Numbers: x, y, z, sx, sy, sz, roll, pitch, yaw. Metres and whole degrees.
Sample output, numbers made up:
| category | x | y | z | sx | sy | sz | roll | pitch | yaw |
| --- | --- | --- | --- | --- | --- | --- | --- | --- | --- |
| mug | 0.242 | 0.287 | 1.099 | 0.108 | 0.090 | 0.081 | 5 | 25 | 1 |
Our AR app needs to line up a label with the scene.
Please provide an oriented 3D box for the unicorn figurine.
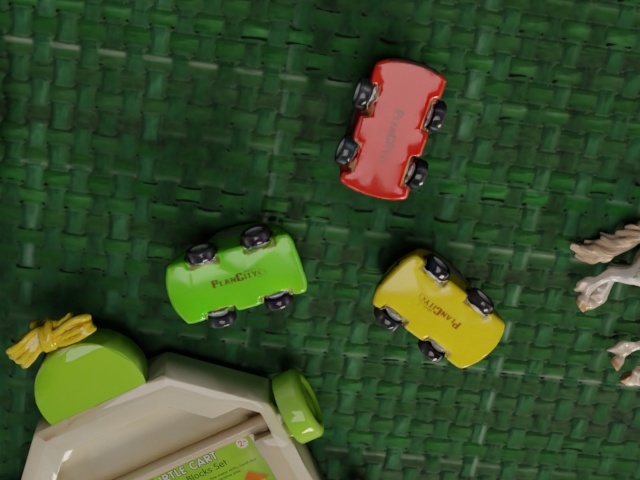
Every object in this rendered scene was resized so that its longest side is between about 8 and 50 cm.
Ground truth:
| category | x | y | z | sx | sy | sz | roll | pitch | yaw |
| --- | --- | --- | --- | --- | --- | --- | --- | --- | --- |
| unicorn figurine | 0.259 | 0.056 | 0.890 | 0.111 | 0.060 | 0.162 | -29 | 112 | 10 |

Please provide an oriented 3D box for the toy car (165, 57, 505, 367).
| category | x | y | z | sx | sy | sz | roll | pitch | yaw |
| --- | --- | --- | --- | --- | --- | --- | --- | --- | --- |
| toy car | 0.000 | 0.000 | 0.857 | 0.225 | 0.053 | 0.239 | -16 | 113 | 4 |

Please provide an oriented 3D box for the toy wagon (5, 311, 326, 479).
| category | x | y | z | sx | sy | sz | roll | pitch | yaw |
| --- | --- | --- | --- | --- | --- | --- | --- | --- | --- |
| toy wagon | -0.117 | 0.186 | 0.926 | 0.267 | 0.068 | 0.344 | -25 | 112 | 8 |
